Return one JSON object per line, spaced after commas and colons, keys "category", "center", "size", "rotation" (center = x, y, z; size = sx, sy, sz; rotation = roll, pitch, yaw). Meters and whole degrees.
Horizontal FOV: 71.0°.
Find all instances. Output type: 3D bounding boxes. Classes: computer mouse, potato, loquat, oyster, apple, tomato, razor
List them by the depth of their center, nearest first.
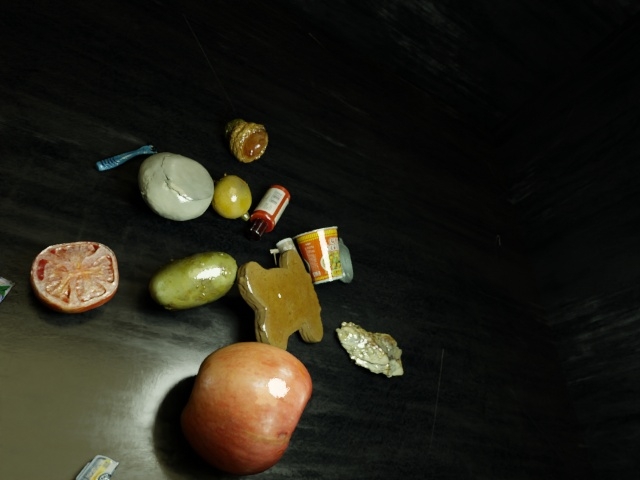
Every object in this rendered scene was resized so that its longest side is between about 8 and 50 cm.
{"category": "apple", "center": [-0.218, 0.466, 1.293], "size": [0.364, 0.364, 0.363], "rotation": [19, 52, -27]}
{"category": "tomato", "center": [-0.719, 0.111, 1.325], "size": [0.237, 0.095, 0.236], "rotation": [16, 54, -24]}
{"category": "potato", "center": [-0.409, 0.130, 1.473], "size": [0.307, 0.210, 0.173], "rotation": [-19, 99, -40]}
{"category": "razor", "center": [-0.705, -0.309, 1.650], "size": [0.082, 0.042, 0.253], "rotation": [53, 46, 2]}
{"category": "loquat", "center": [-0.345, -0.161, 1.750], "size": [0.204, 0.149, 0.172], "rotation": [57, 23, -21]}
{"category": "oyster", "center": [0.219, 0.436, 1.817], "size": [0.355, 0.107, 0.201], "rotation": [21, 47, -25]}
{"category": "computer mouse", "center": [0.082, 0.091, 1.963], "size": [0.113, 0.068, 0.229], "rotation": [33, 37, -44]}

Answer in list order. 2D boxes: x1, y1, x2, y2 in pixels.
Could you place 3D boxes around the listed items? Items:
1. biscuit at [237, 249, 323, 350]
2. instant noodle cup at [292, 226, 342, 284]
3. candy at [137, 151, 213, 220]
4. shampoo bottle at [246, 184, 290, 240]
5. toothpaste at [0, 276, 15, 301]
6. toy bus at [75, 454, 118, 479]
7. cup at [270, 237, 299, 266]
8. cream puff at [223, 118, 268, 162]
{"category": "biscuit", "center": [-0.135, 0.232, 1.626], "size": [0.394, 0.076, 0.368], "rotation": [-17, 88, -62]}
{"category": "instant noodle cup", "center": [0.002, 0.068, 1.840], "size": [0.193, 0.193, 0.212], "rotation": [-10, 84, -41]}
{"category": "candy", "center": [-0.523, -0.190, 1.611], "size": [0.295, 0.185, 0.295], "rotation": [32, 31, -22]}
{"category": "shampoo bottle", "center": [-0.220, -0.108, 1.840], "size": [0.104, 0.104, 0.278], "rotation": [37, 46, -12]}
{"category": "toothpaste", "center": [-0.885, 0.174, 1.203], "size": [0.045, 0.028, 0.170], "rotation": [31, 43, -26]}
{"category": "toy bus", "center": [-0.587, 0.629, 1.107], "size": [0.075, 0.064, 0.190], "rotation": [31, 46, -1]}
{"category": "cup", "center": [-0.141, 0.053, 1.815], "size": [0.102, 0.074, 0.099], "rotation": [-14, 71, -42]}
{"category": "cream puff", "center": [-0.341, -0.452, 1.959], "size": [0.169, 0.183, 0.183], "rotation": [38, 39, 26]}
